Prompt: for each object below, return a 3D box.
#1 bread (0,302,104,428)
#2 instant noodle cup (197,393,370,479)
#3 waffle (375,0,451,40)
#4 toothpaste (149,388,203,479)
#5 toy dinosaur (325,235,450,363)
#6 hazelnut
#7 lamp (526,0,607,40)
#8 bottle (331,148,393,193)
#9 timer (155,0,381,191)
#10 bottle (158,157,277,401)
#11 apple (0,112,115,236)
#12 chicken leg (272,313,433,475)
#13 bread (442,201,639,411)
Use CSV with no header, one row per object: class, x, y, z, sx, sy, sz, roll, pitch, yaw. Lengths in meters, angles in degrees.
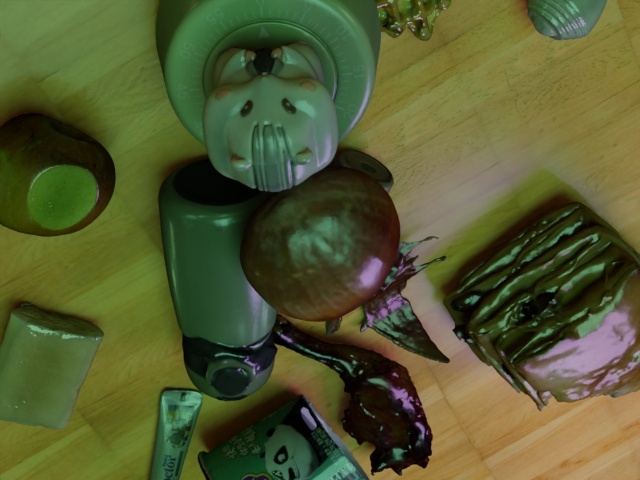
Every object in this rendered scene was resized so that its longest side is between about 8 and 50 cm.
bread,-0.408,0.186,1.529,0.139,0.060,0.178,18,112,-23
instant noodle cup,-0.043,0.373,1.645,0.190,0.251,0.251,-38,122,-3
waffle,0.105,-0.385,1.369,0.243,0.059,0.238,16,110,-26
toothpaste,-0.244,0.348,1.684,0.067,0.037,0.255,7,112,-20
toy dinosaur,0.105,0.073,1.543,0.206,0.113,0.327,-16,141,-21
hazelnut,0.000,0.000,1.314,0.214,0.176,0.214,-31,142,-29
lamp,0.363,-0.356,1.434,0.193,0.106,0.106,-46,121,0
bottle,0.034,-0.048,1.513,0.099,0.099,0.152,16,120,-23
timer,-0.060,-0.177,1.248,0.291,0.315,0.291,-2,126,-2
bottle,-0.133,0.067,1.482,0.168,0.168,0.347,-8,122,-12
apple,-0.355,-0.080,1.346,0.163,0.146,0.147,19,104,-41
chicken leg,0.065,0.235,1.681,0.158,0.096,0.407,-28,122,23
bread,0.412,0.142,1.668,0.314,0.191,0.370,-41,123,7
